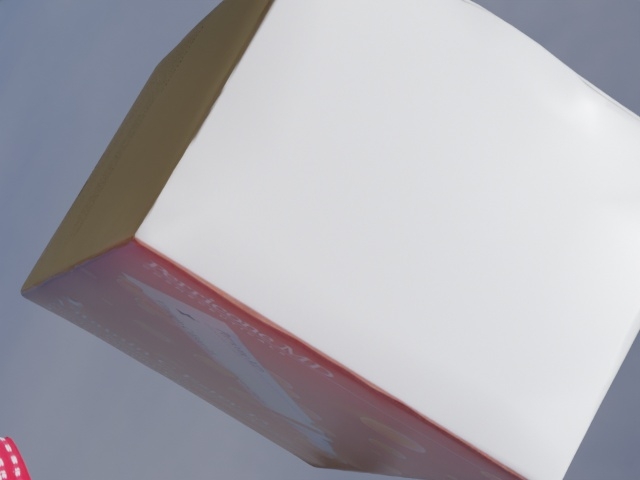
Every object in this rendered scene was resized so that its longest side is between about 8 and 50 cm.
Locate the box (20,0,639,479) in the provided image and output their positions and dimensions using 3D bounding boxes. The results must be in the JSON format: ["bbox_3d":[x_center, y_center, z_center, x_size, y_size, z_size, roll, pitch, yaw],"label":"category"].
[{"bbox_3d":[0.000,0.000,0.863,0.168,0.215,0.345,-61,-168,-14],"label":"box"}]

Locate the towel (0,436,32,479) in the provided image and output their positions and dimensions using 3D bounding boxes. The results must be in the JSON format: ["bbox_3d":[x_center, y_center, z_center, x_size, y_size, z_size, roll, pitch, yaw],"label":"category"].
[{"bbox_3d":[-0.117,0.137,0.533,0.031,0.199,0.275,-40,163,8],"label":"towel"}]
